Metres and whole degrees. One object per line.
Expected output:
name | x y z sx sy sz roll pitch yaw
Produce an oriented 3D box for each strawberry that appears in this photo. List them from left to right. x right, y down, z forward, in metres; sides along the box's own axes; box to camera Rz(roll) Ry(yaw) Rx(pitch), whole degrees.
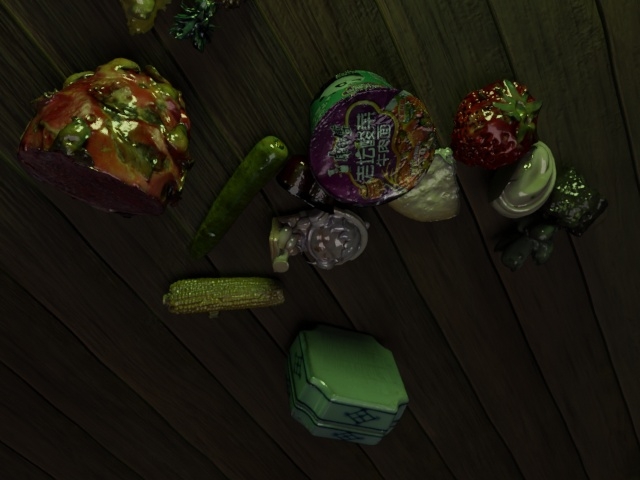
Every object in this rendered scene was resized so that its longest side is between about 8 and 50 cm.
strawberry | 0.351 -0.233 1.319 0.184 0.186 0.201 9 156 -29

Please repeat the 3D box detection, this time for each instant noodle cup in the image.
instant noodle cup | 0.085 -0.219 1.262 0.251 0.190 0.251 -5 124 -7

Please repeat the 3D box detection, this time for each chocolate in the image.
chocolate | -0.013 -0.132 1.342 0.149 0.125 0.080 29 111 -16

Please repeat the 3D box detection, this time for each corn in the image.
corn | -0.229 0.128 1.508 0.288 0.086 0.086 -2 124 -11

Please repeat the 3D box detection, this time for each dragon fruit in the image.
dragon fruit | -0.382 -0.210 1.168 0.296 0.314 0.262 30 70 -40

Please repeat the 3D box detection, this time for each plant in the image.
plant | 0.529 -0.041 1.484 0.274 0.149 0.146 -47 156 25

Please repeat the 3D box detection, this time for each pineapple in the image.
pineapple | -0.178 -0.437 1.134 0.221 0.103 0.083 -43 98 15

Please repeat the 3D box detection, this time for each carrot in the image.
carrot | -0.194 -0.083 1.383 0.074 0.074 0.358 29 117 -25

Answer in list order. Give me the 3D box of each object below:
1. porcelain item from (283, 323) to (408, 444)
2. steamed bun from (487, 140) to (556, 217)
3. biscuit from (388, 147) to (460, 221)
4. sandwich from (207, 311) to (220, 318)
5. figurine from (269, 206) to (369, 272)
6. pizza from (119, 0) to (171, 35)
porcelain item | 0.059 0.363 1.594 0.286 0.281 0.157 15 118 -20
steamed bun | 0.451 -0.131 1.395 0.106 0.183 0.182 28 117 -3
biscuit | 0.234 -0.133 1.437 0.265 0.040 0.188 33 115 -27
sandwich | -0.262 0.170 1.554 0.031 0.044 0.083 3 121 -6
figurine | 0.000 -0.002 1.422 0.237 0.141 0.162 -4 129 -8
pizza | -0.286 -0.481 1.081 0.280 0.075 0.287 3 129 -20
